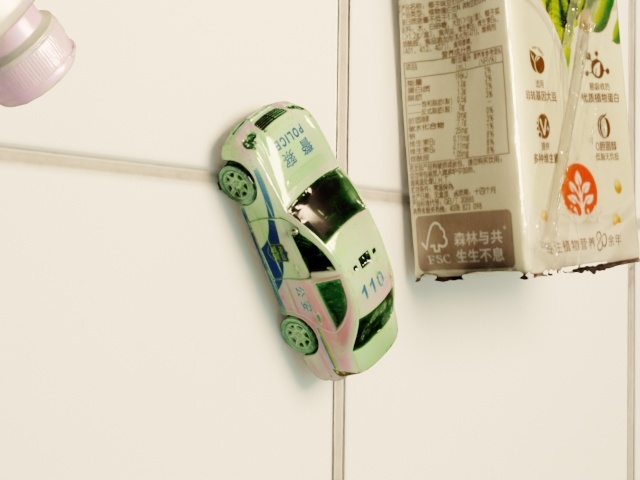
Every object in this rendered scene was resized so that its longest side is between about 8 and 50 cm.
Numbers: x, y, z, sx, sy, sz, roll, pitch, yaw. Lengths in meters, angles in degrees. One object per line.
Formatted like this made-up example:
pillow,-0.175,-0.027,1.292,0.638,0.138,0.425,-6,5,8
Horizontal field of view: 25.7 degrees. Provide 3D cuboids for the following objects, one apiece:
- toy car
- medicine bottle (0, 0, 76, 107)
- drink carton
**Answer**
toy car,0.000,0.000,1.090,0.090,0.076,0.224,-41,119,-40
medicine bottle,-0.230,-0.178,0.825,0.219,0.078,0.115,55,48,-33
drink carton,0.174,-0.129,1.253,0.194,0.132,0.325,-5,91,-49
